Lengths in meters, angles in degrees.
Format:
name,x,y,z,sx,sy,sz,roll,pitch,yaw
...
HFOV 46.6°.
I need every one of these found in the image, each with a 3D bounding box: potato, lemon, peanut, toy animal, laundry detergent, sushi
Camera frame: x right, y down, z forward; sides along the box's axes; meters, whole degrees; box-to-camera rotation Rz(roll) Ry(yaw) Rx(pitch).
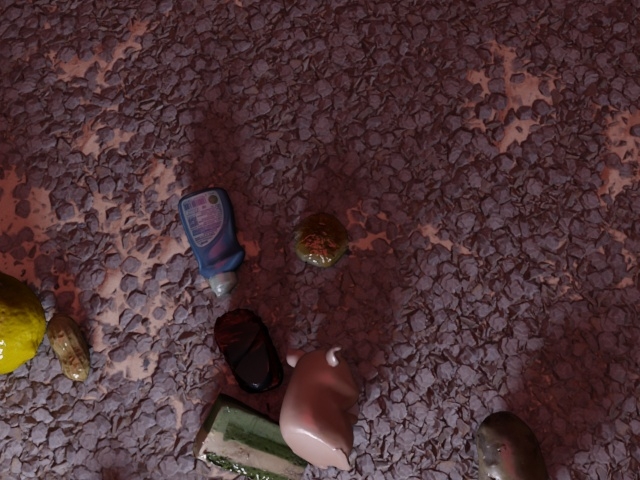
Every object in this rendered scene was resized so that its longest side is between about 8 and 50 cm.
name,x,y,z,sx,sy,sz,roll,pitch,yaw
potato,0.454,0.539,1.766,0.165,0.165,0.262,-1,78,4
lemon,-0.851,0.204,1.909,0.310,0.253,0.253,39,82,14
peanut,-0.660,0.280,1.954,0.083,0.093,0.194,-25,72,-16
toy animal,0.011,0.401,1.814,0.213,0.195,0.256,37,53,-30
laundry detergent,-0.283,0.007,1.998,0.143,0.094,0.289,-16,78,-6
sushi,-0.181,0.286,1.900,0.136,0.126,0.225,-28,69,-2

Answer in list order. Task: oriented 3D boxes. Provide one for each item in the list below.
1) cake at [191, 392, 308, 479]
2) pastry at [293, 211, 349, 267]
name,x,y,z,sx,sy,sz,roll,pitch,yaw
cake,-0.169,0.504,1.818,0.284,0.172,0.158,25,81,8
pastry,0.002,-0.002,1.977,0.153,0.081,0.153,-2,72,7
